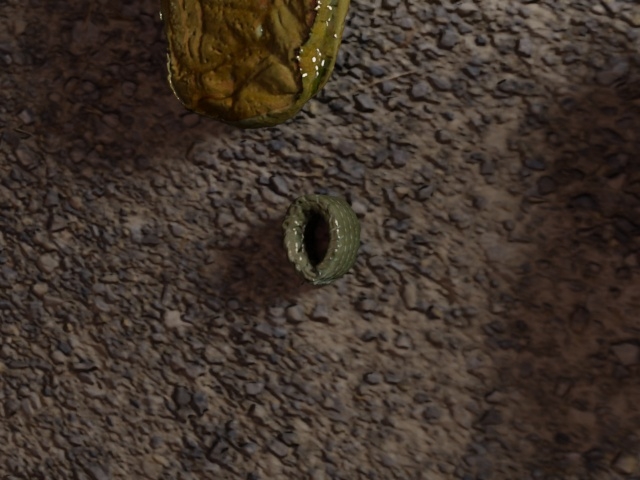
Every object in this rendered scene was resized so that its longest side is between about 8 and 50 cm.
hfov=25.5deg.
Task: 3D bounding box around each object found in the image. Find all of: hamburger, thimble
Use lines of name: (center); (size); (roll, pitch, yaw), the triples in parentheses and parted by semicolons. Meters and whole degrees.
hamburger: (-0.075, -0.283, 1.707); (0.265, 0.134, 0.285); (19, 104, 27)
thimble: (0.000, 0.000, 1.689); (0.084, 0.062, 0.110); (5, 90, 31)
